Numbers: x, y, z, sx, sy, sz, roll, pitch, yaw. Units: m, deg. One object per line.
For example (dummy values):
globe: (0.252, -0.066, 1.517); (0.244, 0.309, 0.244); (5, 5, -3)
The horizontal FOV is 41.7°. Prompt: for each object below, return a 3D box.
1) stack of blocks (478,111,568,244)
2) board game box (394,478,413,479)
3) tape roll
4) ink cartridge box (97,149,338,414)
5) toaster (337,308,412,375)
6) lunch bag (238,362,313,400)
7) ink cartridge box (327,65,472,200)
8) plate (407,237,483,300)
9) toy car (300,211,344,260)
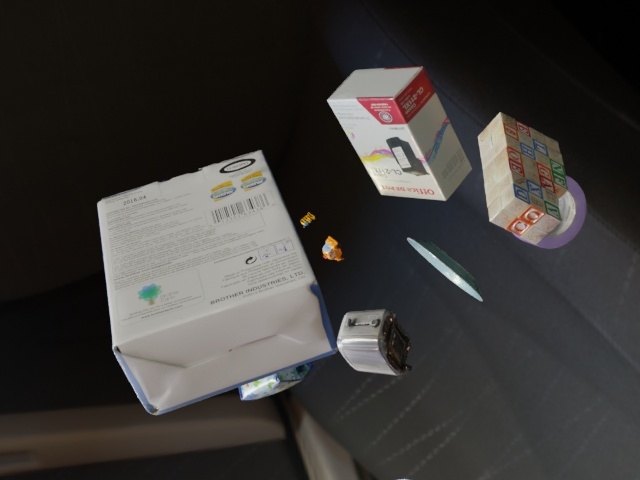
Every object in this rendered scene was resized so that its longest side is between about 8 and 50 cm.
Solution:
stack of blocks: (0.456, -0.135, 1.874); (0.171, 0.297, 0.087); (24, 132, -18)
board game box: (0.170, 0.490, 1.471); (0.133, 0.168, 0.033); (-6, -172, 35)
tape roll: (0.563, -0.079, 2.109); (0.189, 0.188, 0.080); (-5, -170, -13)
ink cartridge box: (-0.163, 0.026, 1.215); (0.270, 0.395, 0.151); (-18, 131, -6)
toaster: (0.142, 0.271, 2.210); (0.147, 0.129, 0.227); (-1, 145, 28)
lunch bag: (-0.107, 0.317, 1.993); (0.129, 0.096, 0.151); (-29, 156, 29)
ink cartridge box: (0.109, -0.142, 1.138); (0.127, 0.072, 0.175); (8, 140, 48)
plate: (0.245, 0.049, 1.617); (0.024, 0.188, 0.188); (-50, 144, 0)
toy car: (0.000, 0.000, 1.822); (0.040, 0.122, 0.060); (-37, 151, -16)
